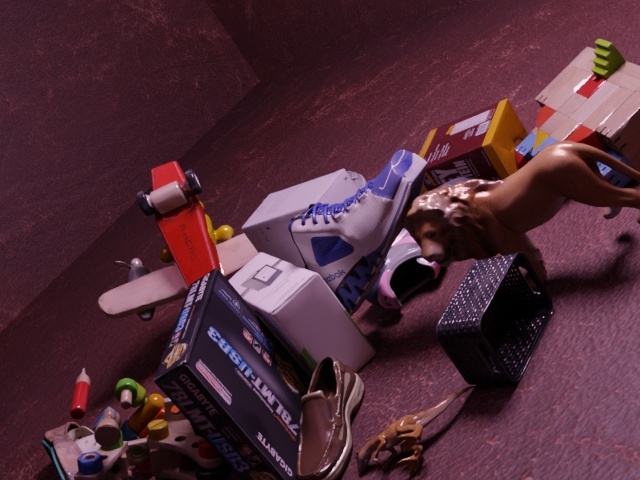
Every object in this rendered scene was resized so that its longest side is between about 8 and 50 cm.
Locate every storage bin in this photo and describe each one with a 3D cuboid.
[{"bbox_3d":[0.265,0.117,1.395,0.084,0.122,0.180,-14,29,44],"label":"storage bin"}]

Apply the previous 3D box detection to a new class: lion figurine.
[{"bbox_3d":[0.335,-0.064,1.463,0.392,0.240,0.142,-39,18,29],"label":"lion figurine"}]

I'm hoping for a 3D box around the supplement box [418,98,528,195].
[{"bbox_3d":[0.318,-0.166,1.928,0.194,0.129,0.191,-21,25,34],"label":"supplement box"}]

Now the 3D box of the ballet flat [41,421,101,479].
[{"bbox_3d":[-0.510,0.441,1.931,0.106,0.107,0.316,-28,18,-20],"label":"ballet flat"}]

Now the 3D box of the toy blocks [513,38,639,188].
[{"bbox_3d":[0.497,-0.206,1.711,0.261,0.191,0.381,-46,25,6],"label":"toy blocks"}]

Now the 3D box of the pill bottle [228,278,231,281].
[{"bbox_3d":[-0.229,0.075,2.282,0.193,0.108,0.108,-43,22,-20],"label":"pill bottle"}]

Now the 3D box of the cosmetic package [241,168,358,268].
[{"bbox_3d":[0.000,0.000,1.921,0.225,0.224,0.138,-17,27,41],"label":"cosmetic package"}]

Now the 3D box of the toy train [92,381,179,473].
[{"bbox_3d":[-0.309,0.315,1.756,0.248,0.143,0.105,-47,17,16],"label":"toy train"}]

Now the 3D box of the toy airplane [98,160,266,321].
[{"bbox_3d":[-0.263,0.051,2.092,0.272,0.386,0.384,63,-132,-79],"label":"toy airplane"}]

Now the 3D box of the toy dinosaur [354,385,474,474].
[{"bbox_3d":[0.132,0.273,1.347,0.211,0.064,0.112,-32,19,8],"label":"toy dinosaur"}]

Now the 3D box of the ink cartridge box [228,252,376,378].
[{"bbox_3d":[-0.046,0.143,1.714,0.115,0.198,0.273,-42,21,-14],"label":"ink cartridge box"}]

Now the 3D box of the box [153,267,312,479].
[{"bbox_3d":[-0.128,0.232,1.510,0.073,0.295,0.293,-31,20,17],"label":"box"}]

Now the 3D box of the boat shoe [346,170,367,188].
[{"bbox_3d":[0.024,-0.084,2.243,0.118,0.103,0.320,-19,26,38],"label":"boat shoe"}]

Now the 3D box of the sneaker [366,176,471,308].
[{"bbox_3d":[0.212,0.013,1.763,0.319,0.112,0.131,-45,37,-9],"label":"sneaker"}]

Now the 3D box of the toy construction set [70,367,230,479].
[{"bbox_3d":[-0.306,0.333,1.560,0.257,0.309,0.237,-30,21,0],"label":"toy construction set"}]

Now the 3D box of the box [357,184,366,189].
[{"bbox_3d":[0.076,-0.036,2.007,0.126,0.137,0.072,-14,30,45],"label":"box"}]

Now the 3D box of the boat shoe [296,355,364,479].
[{"bbox_3d":[-0.002,0.285,1.481,0.095,0.095,0.257,-26,22,24],"label":"boat shoe"}]

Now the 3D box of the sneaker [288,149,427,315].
[{"bbox_3d":[0.044,-0.030,1.612,0.127,0.182,0.315,-46,-16,-57],"label":"sneaker"}]
